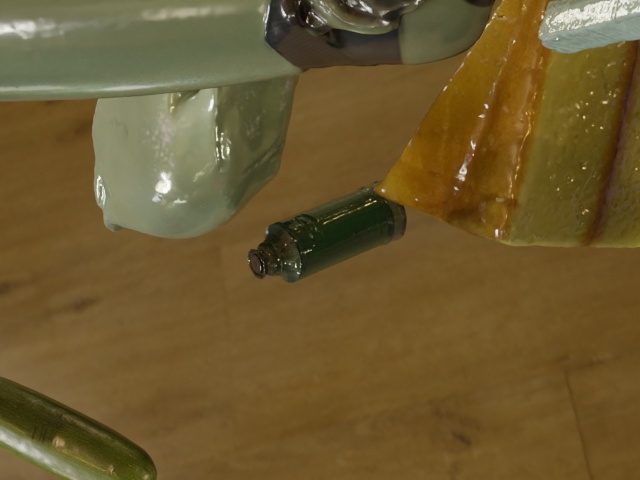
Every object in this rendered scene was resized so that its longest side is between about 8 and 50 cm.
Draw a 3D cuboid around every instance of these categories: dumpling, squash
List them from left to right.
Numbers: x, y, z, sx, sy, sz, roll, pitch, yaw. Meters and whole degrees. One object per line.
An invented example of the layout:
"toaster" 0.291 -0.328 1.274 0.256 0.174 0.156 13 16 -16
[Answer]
"squash" -0.270 0.184 1.367 0.252 0.066 0.066 25 67 10
"dumpling" -0.138 -0.144 1.575 0.321 0.212 0.270 2 60 43

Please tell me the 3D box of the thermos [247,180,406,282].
"thermos" 0.000 -0.004 1.573 0.188 0.073 0.083 -22 4 -32

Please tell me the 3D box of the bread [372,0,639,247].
"bread" 0.243 -0.184 1.468 0.245 0.233 0.361 29 113 52

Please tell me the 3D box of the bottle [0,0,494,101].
"bottle" -0.066 -0.171 0.862 0.347 0.168 0.168 -1 56 7

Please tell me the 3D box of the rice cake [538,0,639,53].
"rice cake" 0.257 -0.189 1.145 0.245 0.042 0.045 0 66 65
